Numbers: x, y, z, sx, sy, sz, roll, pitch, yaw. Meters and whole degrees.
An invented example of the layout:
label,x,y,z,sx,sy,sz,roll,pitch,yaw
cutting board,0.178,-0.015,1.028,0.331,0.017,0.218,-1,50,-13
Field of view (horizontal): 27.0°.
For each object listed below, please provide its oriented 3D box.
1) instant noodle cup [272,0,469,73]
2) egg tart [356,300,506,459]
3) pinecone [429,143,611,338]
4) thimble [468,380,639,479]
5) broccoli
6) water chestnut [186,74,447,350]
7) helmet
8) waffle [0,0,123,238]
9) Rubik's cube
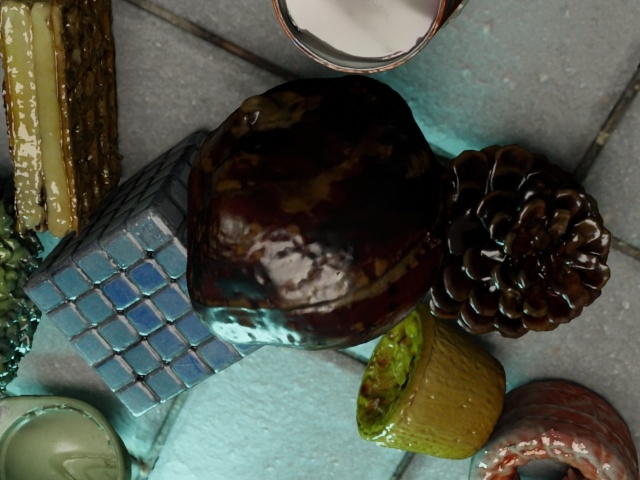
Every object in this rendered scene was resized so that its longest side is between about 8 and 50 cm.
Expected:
label,x,y,z,sx,sy,sz,roll,pitch,yaw
instant noodle cup,0.059,-0.314,1.523,0.250,0.192,0.250,5,117,9
egg tart,0.153,0.195,1.770,0.147,0.202,0.202,22,119,-15
pinecone,0.231,0.003,1.600,0.246,0.292,0.246,-1,95,-14
thimble,0.317,0.319,1.804,0.239,0.162,0.239,3,115,7
broccoli,-0.516,0.085,1.769,0.281,0.293,0.348,17,84,-18
water chestnut,0.000,0.000,1.526,0.335,0.335,0.347,-5,132,14
helmet,-0.375,0.336,1.971,0.257,0.137,0.204,16,82,22
waffle,-0.320,-0.178,1.660,0.091,0.213,0.308,3,115,7
Rubik's cube,-0.194,0.040,1.726,0.237,0.238,0.237,-33,107,24
